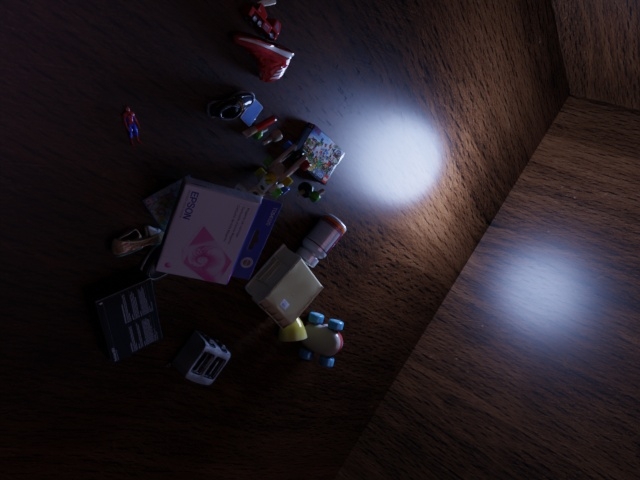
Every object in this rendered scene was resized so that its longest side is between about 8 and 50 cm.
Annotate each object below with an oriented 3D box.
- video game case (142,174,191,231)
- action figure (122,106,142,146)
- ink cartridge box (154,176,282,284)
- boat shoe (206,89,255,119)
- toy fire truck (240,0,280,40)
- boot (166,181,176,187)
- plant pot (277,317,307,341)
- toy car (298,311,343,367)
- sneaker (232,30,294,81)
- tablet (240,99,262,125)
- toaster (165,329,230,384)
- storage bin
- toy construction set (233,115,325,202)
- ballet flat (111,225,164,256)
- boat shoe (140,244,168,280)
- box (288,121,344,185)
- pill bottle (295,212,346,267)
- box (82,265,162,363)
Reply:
[{"bbox_3d":[-0.452,-0.115,1.624,0.166,0.015,0.119,-28,109,3],"label":"video game case"},{"bbox_3d":[-0.538,-0.326,1.480,0.038,0.030,0.115,-27,130,-29],"label":"action figure"},{"bbox_3d":[-0.321,-0.013,1.651,0.330,0.071,0.324,14,117,-24],"label":"ink cartridge box"},{"bbox_3d":[-0.269,-0.428,1.666,0.183,0.083,0.065,-30,134,-33],"label":"boat shoe"},{"bbox_3d":[-0.178,-0.728,1.602,0.192,0.047,0.135,29,89,-53],"label":"toy fire truck"},{"bbox_3d":[-0.368,-0.118,1.684,0.244,0.176,0.088,7,110,-49],"label":"boot"},{"bbox_3d":[-0.129,0.394,2.341,0.134,0.134,0.095,-5,93,-47],"label":"plant pot"},{"bbox_3d":[0.039,0.473,2.526,0.238,0.210,0.219,9,95,-63],"label":"toy car"},{"bbox_3d":[-0.193,-0.575,1.657,0.221,0.087,0.128,6,119,-37],"label":"sneaker"},{"bbox_3d":[-0.234,-0.435,1.764,0.083,0.006,0.054,-57,142,-5],"label":"tablet"},{"bbox_3d":[-0.465,0.458,2.005,0.185,0.110,0.168,-54,141,-7],"label":"toaster"},{"bbox_3d":[-0.151,0.202,2.181,0.260,0.123,0.262,-49,141,-13],"label":"storage bin"},{"bbox_3d":[-0.192,-0.234,1.763,0.237,0.257,0.309,-37,114,-32],"label":"toy construction set"},{"bbox_3d":[-0.558,-0.009,1.633,0.206,0.073,0.067,-24,116,-42],"label":"ballet flat"},{"bbox_3d":[-0.466,0.030,1.738,0.302,0.091,0.114,-47,141,-16],"label":"boat shoe"},{"bbox_3d":[-0.014,-0.337,2.044,0.233,0.044,0.159,32,89,-52],"label":"box"},{"bbox_3d":[0.000,0.000,2.217,0.221,0.121,0.121,-51,142,-11],"label":"pill bottle"},{"bbox_3d":[-0.635,0.241,1.680,0.184,0.103,0.261,-28,133,-38],"label":"box"}]
